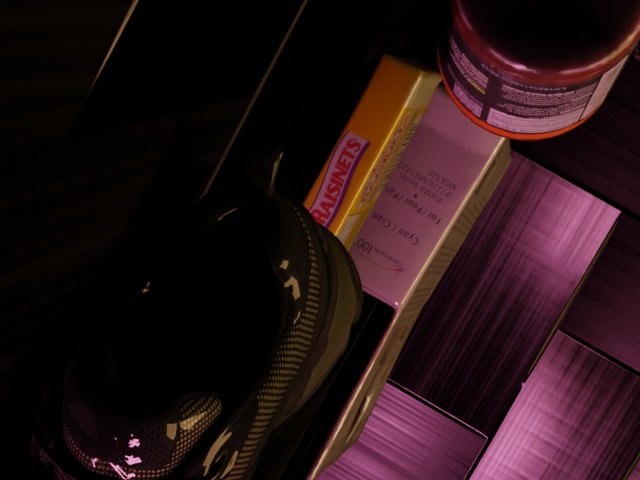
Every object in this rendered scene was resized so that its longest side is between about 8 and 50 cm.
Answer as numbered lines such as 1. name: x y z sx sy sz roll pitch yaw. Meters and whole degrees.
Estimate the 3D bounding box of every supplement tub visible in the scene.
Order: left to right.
1. supplement tub: 0.117 -0.115 0.970 0.106 0.106 0.198 -59 175 -7

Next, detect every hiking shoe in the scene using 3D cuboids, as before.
1. hiking shoe: -0.067 0.075 0.550 0.227 0.086 0.114 -64 162 -14

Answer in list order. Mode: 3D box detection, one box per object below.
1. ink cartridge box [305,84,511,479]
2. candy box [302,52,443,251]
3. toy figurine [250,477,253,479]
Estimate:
1. ink cartridge box: 0.047 0.029 1.256 0.261 0.066 0.296 -60 174 2
2. candy box: 0.000 0.000 0.915 0.206 0.027 0.105 -61 172 8
3. toy figurine: -0.020 0.221 0.968 0.209 0.213 0.148 -56 157 -62
